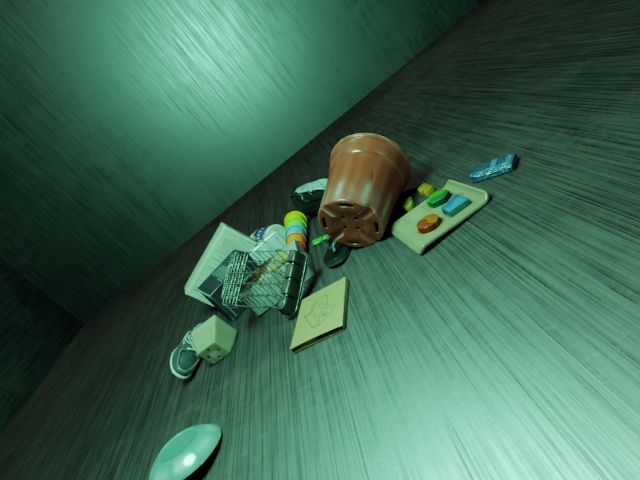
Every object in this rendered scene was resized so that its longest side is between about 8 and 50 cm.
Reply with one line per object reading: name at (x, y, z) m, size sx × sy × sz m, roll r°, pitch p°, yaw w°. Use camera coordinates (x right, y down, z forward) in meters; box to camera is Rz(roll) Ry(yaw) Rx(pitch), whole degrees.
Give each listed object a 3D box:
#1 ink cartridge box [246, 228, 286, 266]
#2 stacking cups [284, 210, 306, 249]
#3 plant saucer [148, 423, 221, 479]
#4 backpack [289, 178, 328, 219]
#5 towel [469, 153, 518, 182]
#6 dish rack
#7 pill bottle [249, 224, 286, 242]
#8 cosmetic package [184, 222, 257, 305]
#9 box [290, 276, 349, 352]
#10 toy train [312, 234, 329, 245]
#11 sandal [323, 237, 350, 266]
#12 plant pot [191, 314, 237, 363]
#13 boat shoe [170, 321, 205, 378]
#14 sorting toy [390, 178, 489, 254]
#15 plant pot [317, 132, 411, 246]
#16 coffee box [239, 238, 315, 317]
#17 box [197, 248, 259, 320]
ink cartridge box at (-0.204, 0.043, 1.665) m, size 0.150 × 0.109 × 0.063 m, roll -42°, pitch 18°, yaw -3°
stacking cups at (-0.095, -0.017, 1.623) m, size 0.096 × 0.096 × 0.316 m, roll -36°, pitch 21°, yaw 12°
plant saucer at (-0.331, 0.500, 1.004) m, size 0.195 × 0.037 × 0.195 m, roll -29°, pitch 10°, yaw 5°
backpack at (-0.020, -0.185, 1.772) m, size 0.182 × 0.152 × 0.115 m, roll -14°, pitch 40°, yaw 27°
towel at (0.461, -0.196, 1.124) m, size 0.119 × 0.029 × 0.067 m, roll -17°, pitch 30°, yaw 47°
dish rack at (-0.181, 0.126, 1.306) m, size 0.272 × 0.074 × 0.208 m, roll -3°, pitch 64°, yaw 30°
pill bottle at (-0.228, -0.004, 1.799) m, size 0.187 × 0.112 × 0.112 m, roll -10°, pitch 36°, yaw 54°
cosmetic package at (-0.404, 0.100, 1.704) m, size 0.309 × 0.160 × 0.113 m, roll -59°, pitch 23°, yaw -1°
box at (0.002, 0.196, 1.133) m, size 0.164 × 0.021 × 0.201 m, roll -31°, pitch 22°, yaw 23°
toy train at (0.000, 0.000, 1.537) m, size 0.083 × 0.017 × 0.023 m, roll -23°, pitch 38°, yaw 39°
sandal at (0.052, 0.000, 1.391) m, size 0.097 × 0.054 × 0.254 m, roll -30°, pitch 23°, yaw 27°
plant pot at (-0.342, 0.328, 1.351) m, size 0.109 × 0.109 × 0.096 m, roll -36°, pitch 33°, yaw 11°
boat shoe at (-0.435, 0.369, 1.441) m, size 0.079 × 0.095 × 0.254 m, roll -47°, pitch 10°, yaw 15°
sorting toy at (0.296, -0.089, 1.174) m, size 0.229 × 0.041 × 0.307 m, roll -40°, pitch 21°, yaw 2°
plant pot at (0.123, -0.141, 1.303) m, size 0.272 × 0.272 × 0.265 m, roll -20°, pitch 37°, yaw 42°
coffee box at (-0.149, 0.125, 1.423) m, size 0.246 × 0.098 × 0.141 m, roll -37°, pitch 21°, yaw 8°
box at (-0.314, 0.160, 1.533) m, size 0.108 × 0.153 × 0.207 m, roll 15°, pitch 56°, yaw 48°
